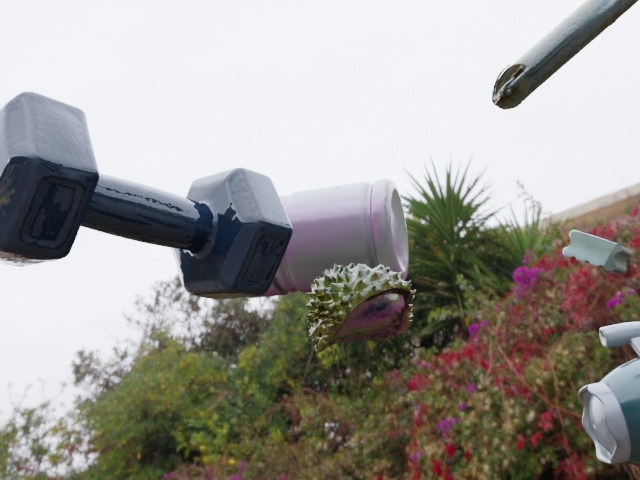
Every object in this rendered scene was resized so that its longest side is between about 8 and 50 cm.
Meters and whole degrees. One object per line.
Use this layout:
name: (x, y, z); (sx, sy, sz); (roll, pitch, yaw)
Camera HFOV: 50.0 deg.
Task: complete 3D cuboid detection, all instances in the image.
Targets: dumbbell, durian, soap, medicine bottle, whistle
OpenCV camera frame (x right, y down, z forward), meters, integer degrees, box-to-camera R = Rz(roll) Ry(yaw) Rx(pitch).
dumbbell: (-0.183, -0.028, 0.693); (0.144, 0.160, 0.324); (-40, -35, 27)
durian: (0.063, 0.064, 0.896); (0.186, 0.119, 0.108); (-2, -36, -42)
soap: (0.653, 0.029, 1.612); (0.119, 0.198, 0.067); (20, -84, 31)
medicine bottle: (0.000, 0.000, 1.369); (0.325, 0.212, 0.212); (-8, -49, 15)
whistle: (0.388, -0.318, 1.050); (0.326, 0.057, 0.068); (-40, -11, -10)

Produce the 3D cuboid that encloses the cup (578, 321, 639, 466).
cup: (0.457, 0.233, 0.935); (0.173, 0.300, 0.168); (-11, -47, 1)
